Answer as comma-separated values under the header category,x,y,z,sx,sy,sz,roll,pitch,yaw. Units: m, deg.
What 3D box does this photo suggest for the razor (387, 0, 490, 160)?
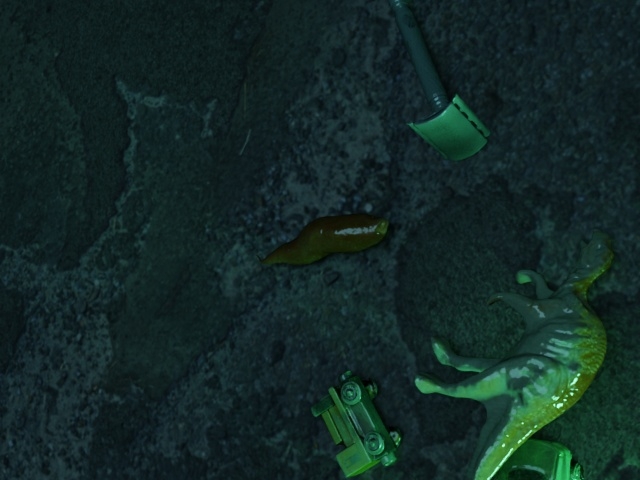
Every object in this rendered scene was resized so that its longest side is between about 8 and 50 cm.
category,x,y,z,sx,sy,sz,roll,pitch,yaw
razor,0.125,-0.212,1.110,0.068,0.106,0.232,-29,57,20

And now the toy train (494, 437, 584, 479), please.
category,x,y,z,sx,sy,sz,roll,pitch,yaw
toy train,0.220,0.286,0.962,0.099,0.081,0.149,4,83,29

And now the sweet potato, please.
category,x,y,z,sx,sy,sz,roll,pitch,yaw
sweet potato,0.000,0.000,1.149,0.195,0.056,0.056,-18,73,29

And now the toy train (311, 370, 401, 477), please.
category,x,y,z,sx,sy,sz,roll,pitch,yaw
toy train,0.044,0.220,1.089,0.081,0.050,0.122,-39,67,25

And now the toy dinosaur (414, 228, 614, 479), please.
category,x,y,z,sx,sy,sz,roll,pitch,yaw
toy dinosaur,0.192,0.157,0.962,0.205,0.092,0.393,-1,59,32
